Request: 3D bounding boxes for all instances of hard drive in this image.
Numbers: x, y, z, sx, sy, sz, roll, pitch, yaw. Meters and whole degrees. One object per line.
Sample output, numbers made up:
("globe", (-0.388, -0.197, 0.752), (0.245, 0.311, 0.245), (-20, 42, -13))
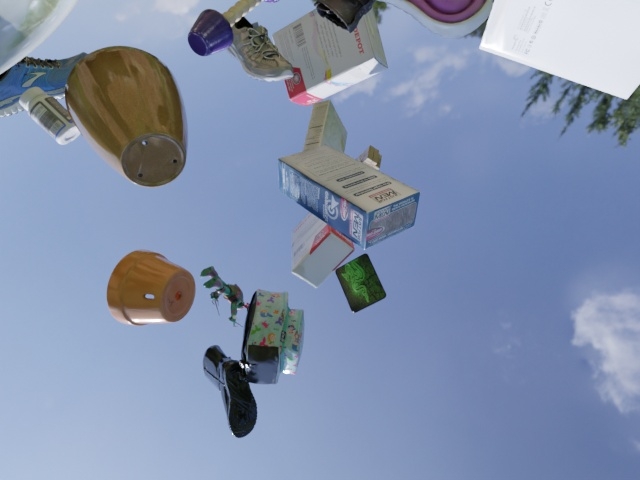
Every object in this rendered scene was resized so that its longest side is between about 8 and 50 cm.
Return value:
("hard drive", (0.545, -0.458, 0.918), (0.353, 0.233, 0.047), (28, -109, 16))

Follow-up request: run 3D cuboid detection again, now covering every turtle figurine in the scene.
("turtle figurine", (-0.343, 0.205, 1.556), (0.118, 0.234, 0.175), (-44, -141, -20))

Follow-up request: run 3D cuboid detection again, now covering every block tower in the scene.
("block tower", (0.187, -0.348, 2.214), (0.090, 0.335, 0.097), (27, -123, -19))

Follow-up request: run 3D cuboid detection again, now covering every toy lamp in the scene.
("toy lamp", (-0.169, -0.463, 0.867), (0.080, 0.080, 0.275), (16, -124, 24))

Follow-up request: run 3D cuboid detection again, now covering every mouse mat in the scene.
("mouse mat", (0.150, 0.161, 1.623), (0.152, 0.007, 0.190), (-31, -113, 19))

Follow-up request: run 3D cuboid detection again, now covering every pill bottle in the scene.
("pill bottle", (-0.698, -0.324, 1.108), (0.137, 0.078, 0.078), (45, -128, -8))

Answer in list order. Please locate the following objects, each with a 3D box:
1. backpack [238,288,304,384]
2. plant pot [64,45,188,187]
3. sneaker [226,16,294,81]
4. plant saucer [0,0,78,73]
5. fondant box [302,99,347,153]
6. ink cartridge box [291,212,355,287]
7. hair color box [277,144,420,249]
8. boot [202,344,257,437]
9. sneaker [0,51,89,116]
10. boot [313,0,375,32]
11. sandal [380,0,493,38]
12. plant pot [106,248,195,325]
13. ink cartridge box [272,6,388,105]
("backpack", (-0.144, 0.275, 1.279), (0.190, 0.225, 0.254), (1, -131, -8))
("plant pot", (-0.369, -0.226, 0.865), (0.237, 0.237, 0.254), (-23, -130, -16))
("sneaker", (-0.175, -0.522, 1.153), (0.105, 0.115, 0.281), (-28, -122, -34))
("plant saucer", (-0.406, -0.234, 0.390), (0.400, 0.101, 0.400), (-32, -161, 12))
("fondant box", (0.028, -0.462, 2.039), (0.096, 0.238, 0.331), (-4, -121, 26))
("ink cartridge box", (0.000, 0.000, 1.486), (0.197, 0.114, 0.273), (-46, -156, 20))
("hair color box", (0.058, -0.124, 1.078), (0.173, 0.105, 0.347), (-23, -139, -31))
("boot", (-0.292, 0.468, 1.356), (0.094, 0.247, 0.207), (-14, -170, -31))
("sneaker", (-0.834, -0.487, 1.249), (0.330, 0.147, 0.130), (-31, -132, -19))
("boot", (0.078, -0.622, 1.008), (0.229, 0.091, 0.263), (-37, -125, 7))
("sandal", (0.167, -0.552, 0.841), (0.169, 0.102, 0.416), (-47, -115, 2))
("plant pot", (-0.611, 0.191, 1.609), (0.203, 0.291, 0.291), (9, -136, 20))
("ink cartridge box", (0.028, -0.585, 1.322), (0.306, 0.226, 0.131), (-15, 178, 27))
